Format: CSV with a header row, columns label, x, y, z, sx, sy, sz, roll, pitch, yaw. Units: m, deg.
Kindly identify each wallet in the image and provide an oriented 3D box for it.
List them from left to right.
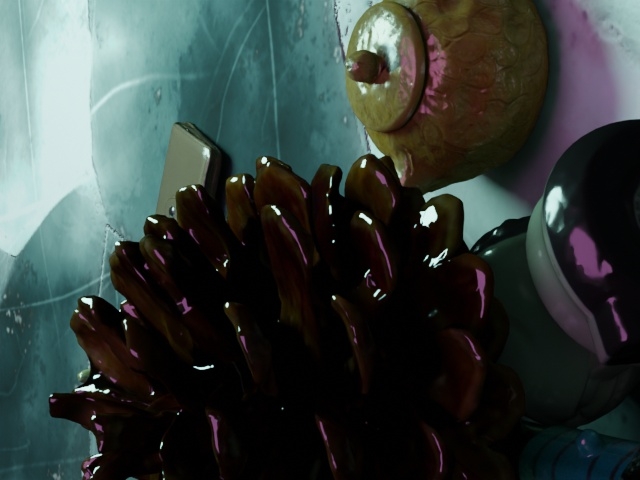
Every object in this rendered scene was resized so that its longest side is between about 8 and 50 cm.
label,x,y,z,sx,sy,sz,roll,pitch,yaw
wallet,-0.158,-0.053,2.202,0.118,0.038,0.153,37,118,52

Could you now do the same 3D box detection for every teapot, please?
label,x,y,z,sx,sy,sz,roll,pitch,yaw
teapot,0.094,-0.168,1.713,0.203,0.167,0.311,7,95,56

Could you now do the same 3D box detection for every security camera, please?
label,x,y,z,sx,sy,sz,roll,pitch,yaw
security camera,0.221,0.040,1.525,0.277,0.197,0.191,-49,52,55

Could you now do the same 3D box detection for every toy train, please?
label,x,y,z,sx,sy,sz,roll,pitch,yaw
toy train,0.246,0.213,1.457,0.298,0.120,0.194,6,134,56

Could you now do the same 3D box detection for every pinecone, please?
label,x,y,z,sx,sy,sz,roll,pitch,yaw
pinecone,-0.032,0.123,1.505,0.397,0.397,0.398,0,90,56

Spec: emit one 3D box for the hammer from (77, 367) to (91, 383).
label,x,y,z,sx,sy,sz,roll,pitch,yaw
hammer,-0.224,0.175,2.288,0.195,0.060,0.028,5,94,52
